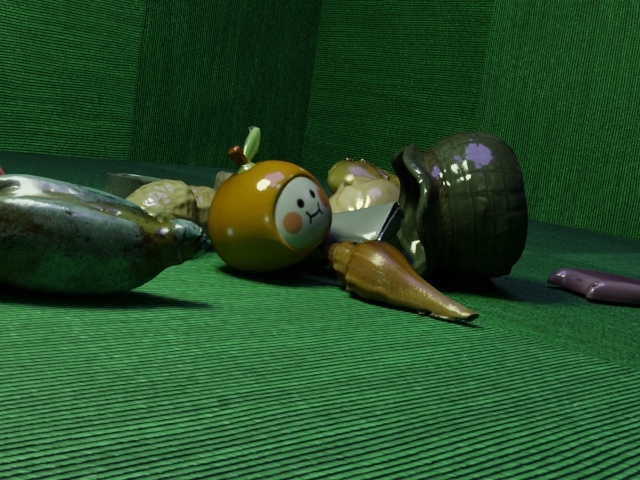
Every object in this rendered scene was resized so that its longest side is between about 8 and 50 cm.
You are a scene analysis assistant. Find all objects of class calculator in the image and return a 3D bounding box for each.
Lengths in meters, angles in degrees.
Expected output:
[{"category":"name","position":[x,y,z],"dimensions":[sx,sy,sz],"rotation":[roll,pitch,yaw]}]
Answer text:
[{"category":"calculator","position":[0.620,0.096,1.853],"dimensions":[0.294,0.043,0.194],"rotation":[6,7,-21]}]

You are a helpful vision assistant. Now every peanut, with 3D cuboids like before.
[{"category":"peanut","position":[-0.265,-0.047,1.678],"dimensions":[0.120,0.136,0.298],"rotation":[43,14,10]}]

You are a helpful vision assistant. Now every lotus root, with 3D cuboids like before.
[{"category":"lotus root","position":[-0.315,0.006,1.220],"dimensions":[0.322,0.140,0.158],"rotation":[11,23,-19]}]

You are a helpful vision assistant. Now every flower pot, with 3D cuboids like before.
[{"category":"flower pot","position":[0.253,-0.049,1.721],"dimensions":[0.213,0.302,0.302],"rotation":[-5,8,-4]},{"category":"flower pot","position":[-0.340,-0.072,1.908],"dimensions":[0.229,0.108,0.103],"rotation":[13,9,30]}]

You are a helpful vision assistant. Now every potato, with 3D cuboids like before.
[{"category":"potato","position":[0.154,-0.090,2.194],"dimensions":[0.300,0.140,0.173],"rotation":[34,-2,-14]}]

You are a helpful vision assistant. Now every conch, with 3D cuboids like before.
[{"category":"conch","position":[0.114,0.053,1.463],"dimensions":[0.330,0.093,0.109],"rotation":[16,4,43]}]

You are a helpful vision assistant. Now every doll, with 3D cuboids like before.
[{"category":"doll","position":[-0.103,-0.065,1.555],"dimensions":[0.213,0.236,0.213],"rotation":[-26,9,5]}]

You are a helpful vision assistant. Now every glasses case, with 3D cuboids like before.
[{"category":"glasses case","position":[-0.001,0.001,1.684],"dimensions":[0.308,0.083,0.128],"rotation":[-5,31,27]}]

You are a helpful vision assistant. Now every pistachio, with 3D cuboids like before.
[{"category":"pistachio","position":[0.108,-0.043,1.967],"dimensions":[0.187,0.188,0.299],"rotation":[10,2,20]}]

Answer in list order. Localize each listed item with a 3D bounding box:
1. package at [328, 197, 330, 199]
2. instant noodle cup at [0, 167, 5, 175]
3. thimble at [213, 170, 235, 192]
[{"category":"package","position":[-0.004,-0.063,2.243],"dimensions":[0.168,0.090,0.226],"rotation":[9,13,-17]},{"category":"instant noodle cup","position":[-0.564,-0.063,1.245],"dimensions":[0.243,0.244,0.255],"rotation":[10,-1,18]},{"category":"thimble","position":[-0.115,-0.058,1.900],"dimensions":[0.229,0.148,0.196],"rotation":[11,6,6]}]
